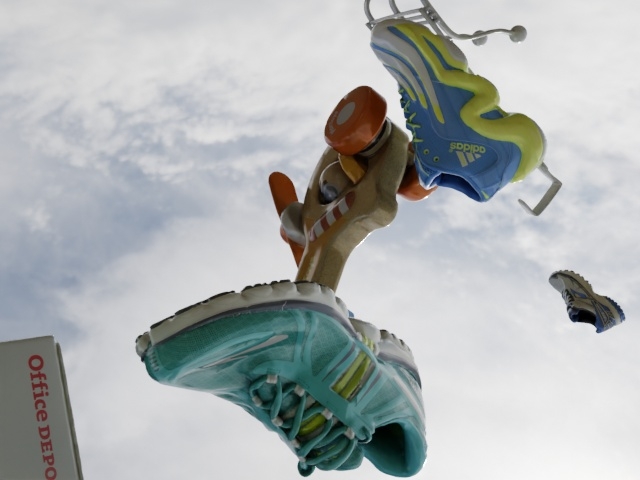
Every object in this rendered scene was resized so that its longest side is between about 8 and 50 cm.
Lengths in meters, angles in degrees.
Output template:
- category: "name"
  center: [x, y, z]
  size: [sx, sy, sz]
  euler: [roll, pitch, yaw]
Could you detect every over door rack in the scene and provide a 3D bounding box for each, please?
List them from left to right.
- category: "over door rack"
  center: [0.197, -0.208, 0.986]
  size: [0.108, 0.324, 0.239]
  euler: [-33, -163, -4]

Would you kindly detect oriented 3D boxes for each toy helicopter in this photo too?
- category: "toy helicopter"
  center: [0.000, 0.000, 0.896]
  size: [0.235, 0.140, 0.355]
  euler: [-14, -129, 52]

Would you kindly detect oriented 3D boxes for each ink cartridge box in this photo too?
- category: "ink cartridge box"
  center: [-0.321, 0.174, 0.612]
  size: [0.213, 0.093, 0.154]
  euler: [-5, -108, -32]

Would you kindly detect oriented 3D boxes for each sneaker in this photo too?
- category: "sneaker"
  center: [-0.003, 0.105, 0.515]
  size: [0.107, 0.275, 0.110]
  euler: [-32, -128, 28]
- category: "sneaker"
  center: [0.124, -0.135, 0.800]
  size: [0.240, 0.091, 0.126]
  euler: [40, -102, 11]
- category: "sneaker"
  center: [0.398, 0.094, 1.136]
  size: [0.058, 0.052, 0.135]
  euler: [-35, -137, -13]

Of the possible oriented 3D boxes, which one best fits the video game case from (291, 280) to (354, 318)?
- category: "video game case"
  center: [-0.054, 0.112, 1.009]
  size: [0.166, 0.119, 0.015]
  euler: [-27, -134, 27]
